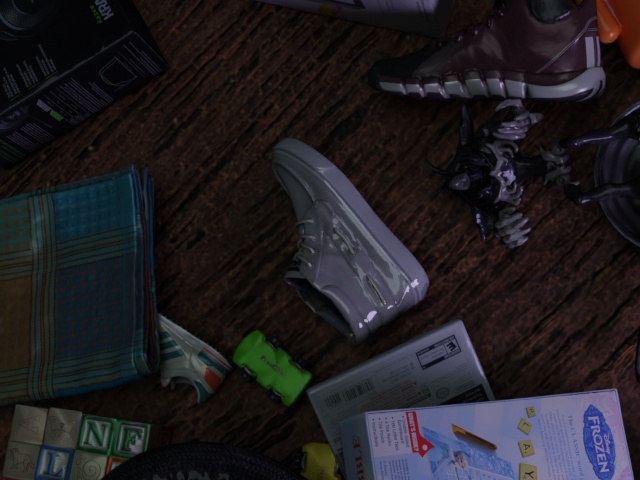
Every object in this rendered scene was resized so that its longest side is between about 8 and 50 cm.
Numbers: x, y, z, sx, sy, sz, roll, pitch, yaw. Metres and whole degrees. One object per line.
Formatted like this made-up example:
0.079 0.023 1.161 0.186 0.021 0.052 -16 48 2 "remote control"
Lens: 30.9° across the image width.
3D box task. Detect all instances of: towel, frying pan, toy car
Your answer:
-0.372 0.069 1.433 0.370 0.040 0.271 -12 71 18 "towel"
0.421 -0.012 1.298 0.197 0.053 0.326 -11 77 12 "frying pan"
-0.003 0.187 1.348 0.225 0.053 0.239 38 87 18 "toy car"

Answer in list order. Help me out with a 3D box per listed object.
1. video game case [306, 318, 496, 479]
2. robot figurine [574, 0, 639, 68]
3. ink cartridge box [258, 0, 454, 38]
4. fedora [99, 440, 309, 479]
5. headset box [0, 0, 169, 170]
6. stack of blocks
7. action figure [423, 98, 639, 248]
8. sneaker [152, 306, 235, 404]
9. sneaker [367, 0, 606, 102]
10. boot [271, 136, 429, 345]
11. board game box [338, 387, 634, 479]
0.103 0.203 1.283 0.190 0.022 0.173 -25 97 -7 "video game case"
0.384 -0.286 1.330 0.158 0.128 0.219 -30 73 23 "robot figurine"
0.035 -0.391 1.394 0.270 0.197 0.198 15 82 15 "ink cartridge box"
-0.109 0.363 1.188 0.334 0.152 0.334 1 84 -6 "fedora"
-0.384 -0.265 1.495 0.283 0.131 0.246 -30 72 5 "headset box"
-0.220 0.297 1.353 0.297 0.087 0.171 7 81 14 "stack of blocks"
0.231 -0.081 1.289 0.275 0.141 0.164 -7 94 26 "action figure"
-0.186 0.137 1.398 0.161 0.057 0.075 30 80 14 "sneaker"
0.191 -0.244 1.341 0.281 0.106 0.163 4 100 22 "sneaker"
0.000 0.000 1.355 0.123 0.095 0.258 -38 73 -19 "boot"
0.192 0.322 1.177 0.318 0.066 0.319 0 74 -26 "board game box"
